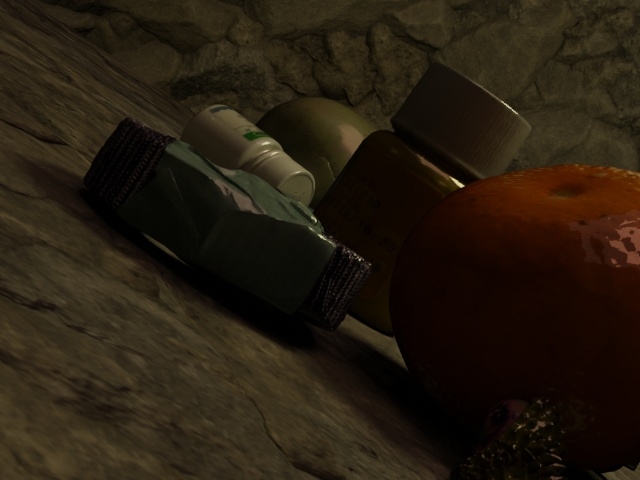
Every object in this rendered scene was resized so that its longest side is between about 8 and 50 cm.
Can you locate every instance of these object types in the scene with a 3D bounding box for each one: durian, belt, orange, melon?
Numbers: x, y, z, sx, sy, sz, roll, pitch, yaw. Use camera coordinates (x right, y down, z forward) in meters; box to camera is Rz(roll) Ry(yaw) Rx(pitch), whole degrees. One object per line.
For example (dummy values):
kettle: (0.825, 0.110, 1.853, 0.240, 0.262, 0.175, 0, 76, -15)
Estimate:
durian: (0.207, 0.212, 1.035, 0.119, 0.108, 0.187, 36, 5, 15)
belt: (-0.095, -0.017, 1.153, 0.325, 0.122, 0.260, 33, 1, -17)
orange: (0.290, 0.088, 1.275, 0.424, 0.326, 0.424, -7, 19, 2)
melon: (0.007, -0.130, 2.017, 0.268, 0.268, 0.330, 30, 7, -47)

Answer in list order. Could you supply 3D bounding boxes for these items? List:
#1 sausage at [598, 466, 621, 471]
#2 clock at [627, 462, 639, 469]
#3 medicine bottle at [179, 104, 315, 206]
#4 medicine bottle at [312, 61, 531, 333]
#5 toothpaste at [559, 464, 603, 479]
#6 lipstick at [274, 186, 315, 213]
sausage: (0.398, 0.298, 1.557, 0.088, 0.088, 0.433, 38, 3, 28)
clock: (0.568, 0.390, 2.134, 0.184, 0.040, 0.184, 34, 5, -3)
medicine bottle: (-0.129, -0.131, 1.867, 0.237, 0.139, 0.139, 36, 5, 31)
medicine bottle: (0.139, -0.067, 1.634, 0.224, 0.384, 0.224, 35, 6, -4)
toothpaste: (0.283, 0.273, 1.332, 0.070, 0.044, 0.193, 31, 6, -46)
lipstick: (0.000, 0.000, 1.838, 0.076, 0.077, 0.290, 44, 8, 39)
